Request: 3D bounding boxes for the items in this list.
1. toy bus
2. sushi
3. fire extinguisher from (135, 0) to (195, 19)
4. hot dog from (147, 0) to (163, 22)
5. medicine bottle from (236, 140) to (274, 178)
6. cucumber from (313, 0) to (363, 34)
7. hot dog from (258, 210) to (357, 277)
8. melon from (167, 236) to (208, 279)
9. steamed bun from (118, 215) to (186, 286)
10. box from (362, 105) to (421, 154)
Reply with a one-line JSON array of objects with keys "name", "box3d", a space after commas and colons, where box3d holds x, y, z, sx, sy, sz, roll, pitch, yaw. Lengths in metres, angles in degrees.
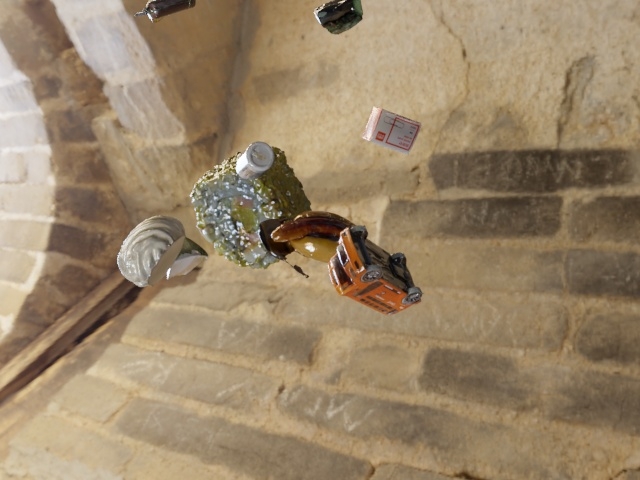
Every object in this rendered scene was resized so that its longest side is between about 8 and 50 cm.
[{"name": "toy bus", "box3d": [0.133, 0.089, 1.561, 0.153, 0.329, 0.143, -33, -124, 20]}, {"name": "sushi", "box3d": [-0.236, -0.103, 2.042, 0.351, 0.397, 0.240, -16, -155, 26]}, {"name": "fire extinguisher", "box3d": [-0.379, -0.580, 1.480, 0.064, 0.043, 0.158, 9, -145, 39]}, {"name": "hot dog", "box3d": [-0.411, -0.647, 1.572, 0.169, 0.061, 0.078, -28, 172, 36]}, {"name": "medicine bottle", "box3d": [-0.179, -0.209, 1.600, 0.079, 0.079, 0.140, -32, -175, -23]}, {"name": "cucumber", "box3d": [0.057, -0.779, 2.055, 0.193, 0.115, 0.085, -3, -178, 41]}, {"name": "hot dog", "box3d": [0.001, -0.005, 1.711, 0.326, 0.107, 0.194, -3, -119, -25]}, {"name": "melon", "box3d": [-0.371, 0.036, 1.610, 0.139, 0.093, 0.202, 9, -155, -25]}, {"name": "steamed bun", "box3d": [-0.393, 0.020, 1.369, 0.106, 0.183, 0.183, 32, -136, 3]}, {"name": "box", "box3d": [0.270, -0.412, 2.247, 0.182, 0.133, 0.099, 16, -166, -23]}]
